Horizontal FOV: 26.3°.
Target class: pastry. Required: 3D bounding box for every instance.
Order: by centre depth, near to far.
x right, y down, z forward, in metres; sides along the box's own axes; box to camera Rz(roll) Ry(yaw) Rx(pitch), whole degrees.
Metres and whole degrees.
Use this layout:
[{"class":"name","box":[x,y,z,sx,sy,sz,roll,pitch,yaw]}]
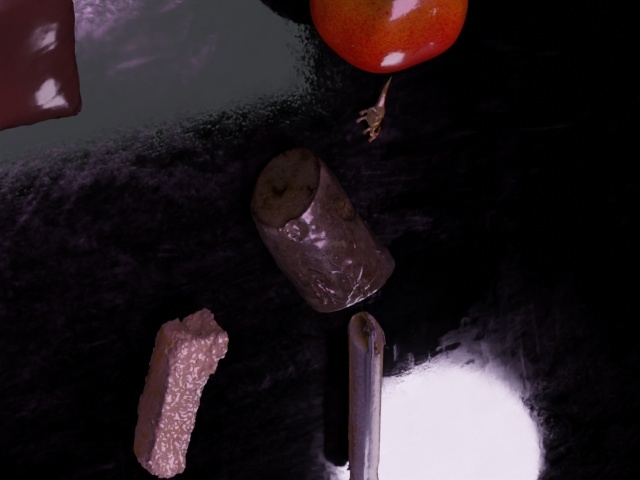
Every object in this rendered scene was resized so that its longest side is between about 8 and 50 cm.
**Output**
[{"class":"pastry","box":[-0.212,0.224,2.021,0.089,0.121,0.258,3,112,-37]}]

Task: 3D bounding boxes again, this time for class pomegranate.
[{"class":"pomegranate","box":[0.095,-0.346,1.828,0.220,0.221,0.257,-20,155,-21]}]

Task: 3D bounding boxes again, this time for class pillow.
[{"class":"pillow","box":[-0.433,-0.234,1.637,0.307,0.108,0.305,-16,139,-23]}]

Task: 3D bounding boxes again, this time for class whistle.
[{"class":"whistle","box":[0.074,0.269,2.249,0.057,0.068,0.326,-8,120,-16]}]

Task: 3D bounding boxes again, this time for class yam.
[{"class":"yam","box":[0.000,0.000,2.016,0.154,0.154,0.254,-40,130,-6]}]

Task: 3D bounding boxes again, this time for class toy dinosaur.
[{"class":"toy dinosaur","box":[0.079,-0.193,2.029,0.041,0.026,0.113,-13,130,-32]}]
